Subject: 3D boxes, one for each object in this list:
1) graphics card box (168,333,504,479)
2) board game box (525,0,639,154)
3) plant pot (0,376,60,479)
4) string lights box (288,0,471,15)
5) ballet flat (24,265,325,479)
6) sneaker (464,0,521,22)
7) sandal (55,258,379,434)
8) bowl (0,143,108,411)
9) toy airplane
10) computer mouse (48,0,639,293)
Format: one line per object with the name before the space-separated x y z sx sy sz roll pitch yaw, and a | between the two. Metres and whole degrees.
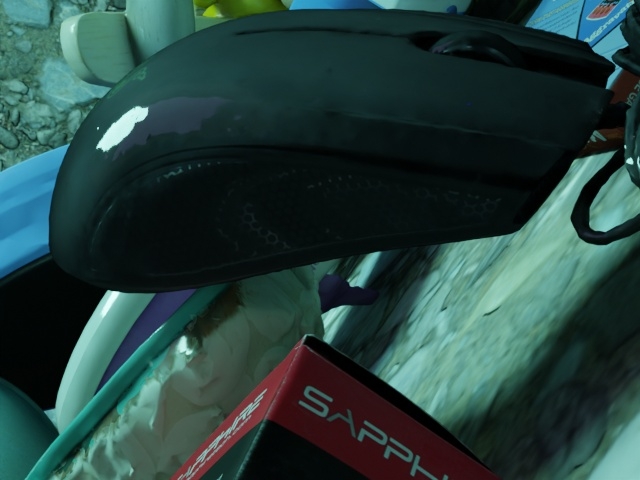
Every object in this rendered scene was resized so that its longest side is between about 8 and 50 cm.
graphics card box | -0.080 0.220 0.366 0.233 0.094 0.371 -50 7 37
board game box | 0.141 -0.103 0.736 0.145 0.027 0.281 -56 7 -6
plant pot | -0.285 0.245 1.015 0.271 0.272 0.255 -54 22 -4
string lights box | 0.015 -0.107 1.039 0.133 0.077 0.259 -17 -42 -61
ballet flat | -0.090 0.145 0.650 0.409 0.147 0.147 -44 12 42
sneaker | 0.077 -0.147 1.151 0.300 0.111 0.121 -47 -4 25
sandal | 0.003 -0.010 0.872 0.416 0.102 0.169 -44 -21 -39
bowl | -0.197 0.041 1.237 0.391 0.077 0.391 -22 -21 -9
toy airplane | -0.068 -0.208 1.464 0.272 0.384 0.386 -27 32 36
computer mouse | 0.021 -0.052 0.502 0.272 0.072 0.188 -11 27 15
